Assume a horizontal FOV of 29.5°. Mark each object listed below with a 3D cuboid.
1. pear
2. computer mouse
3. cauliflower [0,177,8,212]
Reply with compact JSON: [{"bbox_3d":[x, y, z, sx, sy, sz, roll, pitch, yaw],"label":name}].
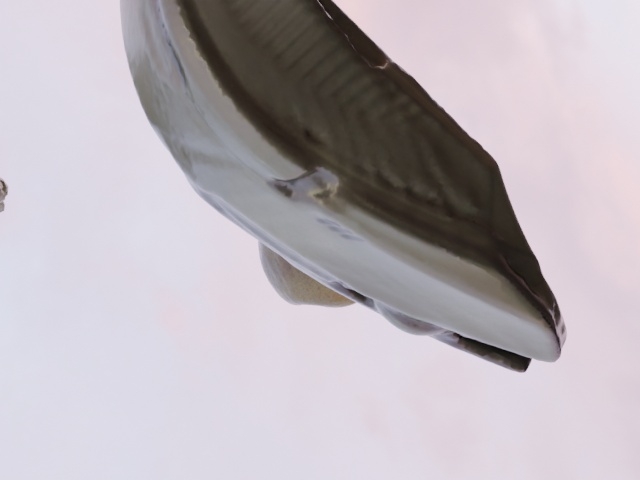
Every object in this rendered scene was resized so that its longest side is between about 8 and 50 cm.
[{"bbox_3d":[0.000,0.000,1.946,0.188,0.228,0.211,-13,-85,-31],"label":"pear"},{"bbox_3d":[-0.008,-0.056,0.847,0.145,0.228,0.429,-43,-92,-12],"label":"computer mouse"},{"bbox_3d":[-0.440,-0.034,1.181,0.327,0.261,0.281,67,-161,-45],"label":"cauliflower"}]
